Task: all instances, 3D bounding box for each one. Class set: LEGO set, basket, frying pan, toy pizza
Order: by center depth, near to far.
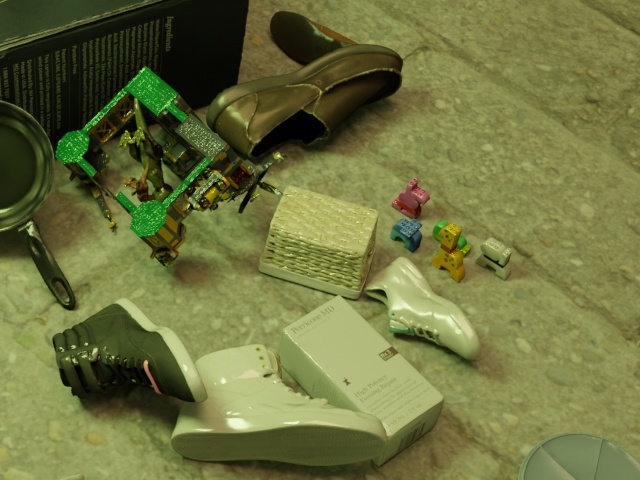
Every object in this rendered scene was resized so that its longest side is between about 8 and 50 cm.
[{"bbox_3d":[0.370,0.356,1.804,0.201,0.032,0.201,4,49,-5],"label":"toy pizza"},{"bbox_3d":[-0.439,-0.071,1.937,0.326,0.053,0.197,37,91,-3],"label":"frying pan"},{"bbox_3d":[0.000,0.000,2.010,0.167,0.103,0.113,15,47,6],"label":"basket"},{"bbox_3d":[-0.233,-0.098,2.045,0.331,0.192,0.255,31,79,34],"label":"LEGO set"},{"bbox_3d":[0.196,-0.014,2.062,0.227,0.093,0.087,34,52,20],"label":"LEGO set"}]

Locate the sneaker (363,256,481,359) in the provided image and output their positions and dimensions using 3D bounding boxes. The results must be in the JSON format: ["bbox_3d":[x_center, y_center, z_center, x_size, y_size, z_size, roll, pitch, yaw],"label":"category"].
[{"bbox_3d":[0.150,0.120,1.960,0.094,0.080,0.212,-32,53,-18],"label":"sneaker"}]

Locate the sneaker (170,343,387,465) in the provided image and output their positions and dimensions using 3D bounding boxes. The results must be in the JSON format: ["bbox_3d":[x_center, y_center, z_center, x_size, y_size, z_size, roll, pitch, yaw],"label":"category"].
[{"bbox_3d":[-0.049,0.214,1.789,0.293,0.108,0.169,2,47,8],"label":"sneaker"}]

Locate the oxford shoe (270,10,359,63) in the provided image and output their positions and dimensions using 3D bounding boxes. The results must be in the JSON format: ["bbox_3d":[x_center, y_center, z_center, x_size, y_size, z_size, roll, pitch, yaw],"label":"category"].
[{"bbox_3d":[0.002,-0.354,2.363,0.212,0.076,0.076,31,21,20],"label":"oxford shoe"}]

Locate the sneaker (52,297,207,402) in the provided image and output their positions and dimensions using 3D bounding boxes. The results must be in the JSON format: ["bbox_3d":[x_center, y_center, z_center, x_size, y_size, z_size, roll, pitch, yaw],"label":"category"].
[{"bbox_3d":[-0.267,0.177,1.770,0.147,0.104,0.296,-29,29,-22],"label":"sneaker"}]

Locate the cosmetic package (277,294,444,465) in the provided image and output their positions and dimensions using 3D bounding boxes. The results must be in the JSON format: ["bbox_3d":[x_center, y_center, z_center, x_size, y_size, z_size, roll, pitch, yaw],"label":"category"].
[{"bbox_3d":[0.054,0.196,1.859,0.117,0.085,0.231,-30,61,-31],"label":"cosmetic package"}]

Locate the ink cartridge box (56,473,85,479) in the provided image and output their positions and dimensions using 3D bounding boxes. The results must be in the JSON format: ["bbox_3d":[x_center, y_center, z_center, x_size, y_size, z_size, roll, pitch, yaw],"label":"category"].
[{"bbox_3d":[-0.450,0.419,1.443,0.385,0.308,0.091,-10,22,-30],"label":"ink cartridge box"}]

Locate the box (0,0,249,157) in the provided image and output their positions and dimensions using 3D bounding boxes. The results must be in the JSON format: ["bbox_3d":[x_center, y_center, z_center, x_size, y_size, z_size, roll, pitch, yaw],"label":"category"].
[{"bbox_3d":[-0.444,-0.421,2.177,0.472,0.297,0.480,-23,59,-25],"label":"box"}]

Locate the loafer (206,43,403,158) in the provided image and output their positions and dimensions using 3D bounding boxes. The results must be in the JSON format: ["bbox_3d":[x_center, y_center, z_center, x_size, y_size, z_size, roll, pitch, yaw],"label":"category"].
[{"bbox_3d":[-0.009,-0.219,2.204,0.366,0.134,0.130,-22,66,-20],"label":"loafer"}]
